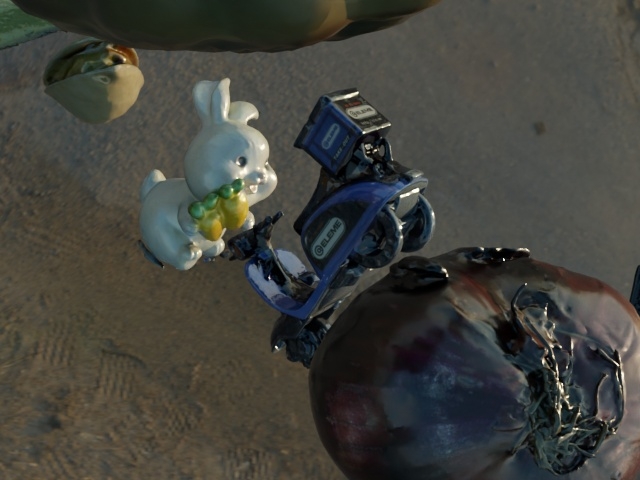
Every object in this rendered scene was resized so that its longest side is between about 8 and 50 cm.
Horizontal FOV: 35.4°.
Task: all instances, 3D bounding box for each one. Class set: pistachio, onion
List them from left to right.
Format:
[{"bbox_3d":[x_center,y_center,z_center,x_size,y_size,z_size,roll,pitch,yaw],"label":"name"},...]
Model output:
[{"bbox_3d":[-0.341,-0.248,1.525,0.152,0.223,0.126,-10,85,-24],"label":"pistachio"},{"bbox_3d":[0.113,0.115,0.744,0.281,0.281,0.221,3,92,-30],"label":"onion"}]

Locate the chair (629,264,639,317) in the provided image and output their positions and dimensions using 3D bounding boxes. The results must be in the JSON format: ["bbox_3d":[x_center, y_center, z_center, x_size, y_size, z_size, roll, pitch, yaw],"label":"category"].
[{"bbox_3d":[0.424,0.129,1.142,0.166,0.272,0.188,15,82,-7],"label":"chair"}]

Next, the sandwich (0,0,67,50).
[{"bbox_3d":[-0.305,-0.327,1.120,0.220,0.108,0.186,-15,49,5],"label":"sandwich"}]

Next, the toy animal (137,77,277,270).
[{"bbox_3d":[-0.186,-0.103,1.726,0.183,0.310,0.247,10,33,-38],"label":"toy animal"}]

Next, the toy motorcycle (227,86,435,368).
[{"bbox_3d":[0.000,0.000,1.274,0.212,0.358,0.125,44,34,17],"label":"toy motorcycle"}]

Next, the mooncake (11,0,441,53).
[{"bbox_3d":[-0.033,-0.198,0.411,0.290,0.161,0.290,-1,46,1],"label":"mooncake"}]
